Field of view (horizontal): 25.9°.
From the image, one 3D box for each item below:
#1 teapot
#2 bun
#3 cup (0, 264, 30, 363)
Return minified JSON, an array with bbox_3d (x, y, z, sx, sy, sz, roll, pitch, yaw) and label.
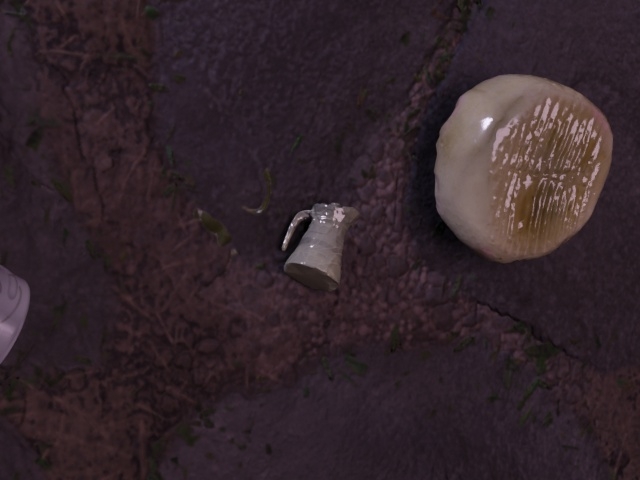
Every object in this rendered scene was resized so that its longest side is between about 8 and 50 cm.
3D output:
[{"bbox_3d":[0.000,0.000,1.355,0.067,0.057,0.083,22,72,0],"label":"teapot"},{"bbox_3d":[0.197,-0.074,1.432,0.178,0.128,0.193,13,95,-31],"label":"bun"},{"bbox_3d":[-0.309,0.030,1.135,0.133,0.099,0.136,32,76,-27],"label":"cup"}]
